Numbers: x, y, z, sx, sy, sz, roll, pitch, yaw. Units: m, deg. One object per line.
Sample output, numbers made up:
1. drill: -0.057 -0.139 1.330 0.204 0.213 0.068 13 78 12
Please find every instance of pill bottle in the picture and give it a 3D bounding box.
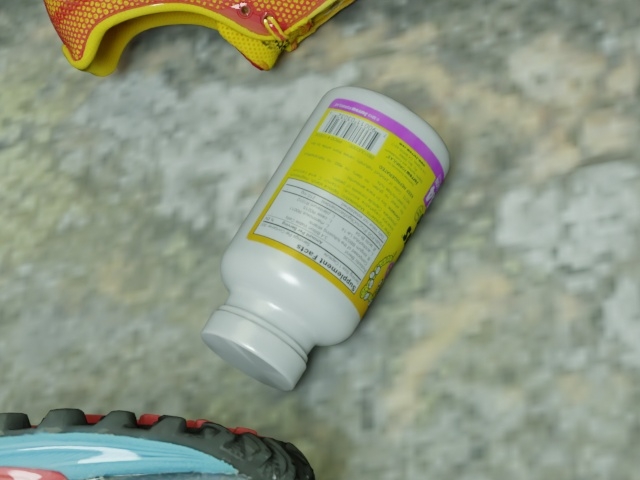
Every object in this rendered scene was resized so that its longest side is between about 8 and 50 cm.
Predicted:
1. pill bottle: 0.000 0.000 0.494 0.043 0.043 0.083 20 70 33

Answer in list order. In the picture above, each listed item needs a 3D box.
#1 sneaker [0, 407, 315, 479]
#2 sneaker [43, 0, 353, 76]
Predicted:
1. sneaker: -0.110 0.130 0.443 0.262 0.104 0.125 -24 70 13
2. sneaker: -0.002 -0.092 0.554 0.175 0.064 0.067 -14 87 11
